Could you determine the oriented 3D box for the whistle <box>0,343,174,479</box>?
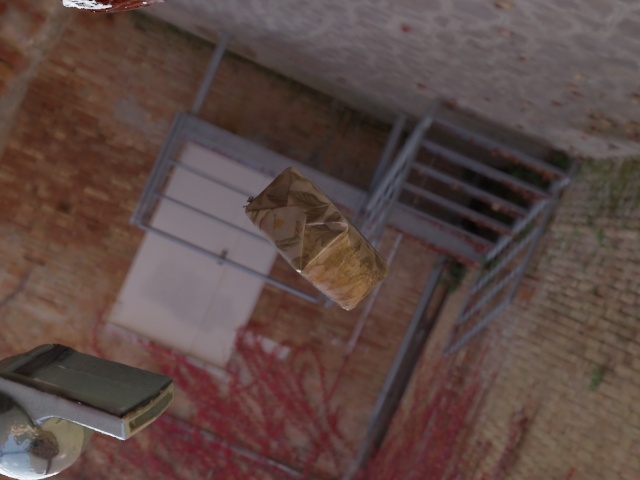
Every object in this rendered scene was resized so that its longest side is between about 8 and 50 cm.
[{"bbox_3d":[-0.309,0.211,1.162,0.290,0.163,0.163,12,175,25],"label":"whistle"}]

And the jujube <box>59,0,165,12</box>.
[{"bbox_3d":[-0.051,-0.132,0.370,0.129,0.077,0.077,-14,175,8],"label":"jujube"}]

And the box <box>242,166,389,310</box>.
[{"bbox_3d":[0.000,0.000,0.611,0.062,0.045,0.098,48,-179,28],"label":"box"}]
